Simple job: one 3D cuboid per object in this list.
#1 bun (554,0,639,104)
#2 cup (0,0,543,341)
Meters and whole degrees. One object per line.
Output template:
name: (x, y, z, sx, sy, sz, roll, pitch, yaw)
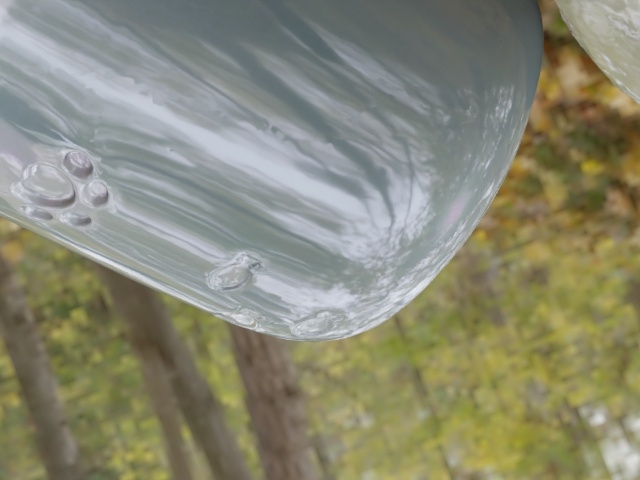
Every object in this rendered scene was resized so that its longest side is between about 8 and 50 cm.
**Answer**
bun: (0.262, -0.236, 1.127, 0.365, 0.365, 0.219, -21, -159, -12)
cup: (-0.068, -0.100, 1.052, 0.259, 0.274, 0.356, -64, -161, -7)
